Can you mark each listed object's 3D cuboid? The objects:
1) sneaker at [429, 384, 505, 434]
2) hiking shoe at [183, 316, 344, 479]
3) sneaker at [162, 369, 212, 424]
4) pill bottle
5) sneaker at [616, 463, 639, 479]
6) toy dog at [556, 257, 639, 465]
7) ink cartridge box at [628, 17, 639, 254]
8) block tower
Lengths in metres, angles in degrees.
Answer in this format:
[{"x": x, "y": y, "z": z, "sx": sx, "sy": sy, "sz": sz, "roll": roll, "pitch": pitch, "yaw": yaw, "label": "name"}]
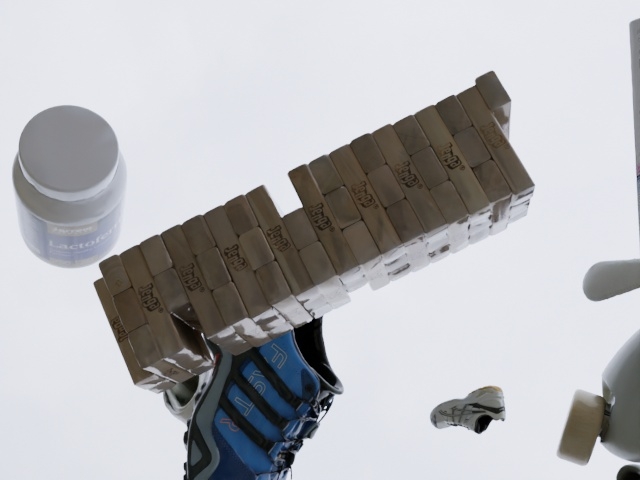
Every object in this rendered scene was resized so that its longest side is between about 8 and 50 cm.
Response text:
[{"x": 0.135, "y": 0.163, "z": 0.850, "sx": 0.083, "sy": 0.032, "sz": 0.037, "roll": -35, "pitch": -126, "yaw": 39, "label": "sneaker"}, {"x": -0.047, "y": 0.161, "z": 0.862, "sx": 0.132, "sy": 0.113, "sz": 0.304, "roll": -1, "pitch": -94, "yaw": 23, "label": "hiking shoe"}, {"x": -0.127, "y": 0.203, "z": 1.271, "sx": 0.169, "sy": 0.292, "sz": 0.108, "roll": 42, "pitch": -86, "yaw": -10, "label": "sneaker"}, {"x": -0.348, "y": -0.071, "z": 1.280, "sx": 0.153, "sy": 0.153, "sz": 0.265, "roll": 53, "pitch": -23, "yaw": 9, "label": "pill bottle"}, {"x": 0.392, "y": 0.361, "z": 1.074, "sx": 0.108, "sy": 0.271, "sz": 0.100, "roll": 30, "pitch": -67, "yaw": 1, "label": "sneaker"}, {"x": 0.384, "y": 0.115, "z": 1.030, "sx": 0.220, "sy": 0.161, "sz": 0.334, "roll": 35, "pitch": -74, "yaw": 7, "label": "toy dog"}, {"x": 0.235, "y": -0.033, "z": 0.495, "sx": 0.115, "sy": 0.067, "sz": 0.198, "roll": -8, "pitch": -96, "yaw": 62, "label": "ink cartridge box"}, {"x": 0.000, "y": 0.000, "z": 0.687, "sx": 0.335, "sy": 0.091, "sz": 0.097, "roll": -27, "pitch": -108, "yaw": 1, "label": "block tower"}]
